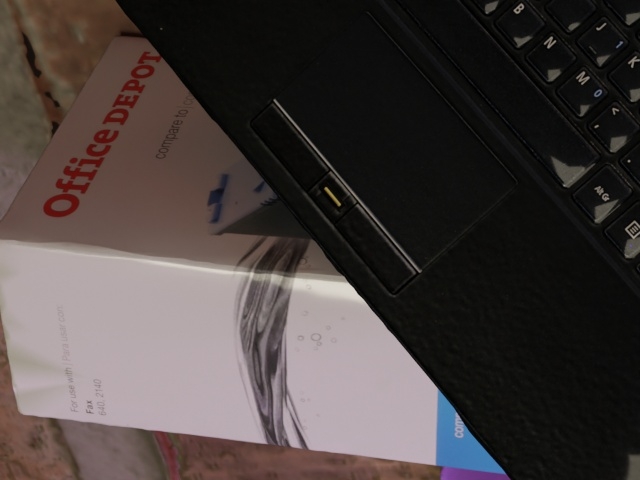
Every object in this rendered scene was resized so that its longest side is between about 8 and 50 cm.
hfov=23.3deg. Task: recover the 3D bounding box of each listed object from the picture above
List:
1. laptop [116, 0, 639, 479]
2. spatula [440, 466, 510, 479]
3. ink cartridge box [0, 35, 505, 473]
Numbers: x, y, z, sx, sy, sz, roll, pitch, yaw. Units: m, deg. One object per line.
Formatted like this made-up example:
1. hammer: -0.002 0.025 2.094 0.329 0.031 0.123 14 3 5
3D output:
1. laptop: 0.082 -0.077 0.375 0.264 0.136 0.234 -42 77 13
2. spatula: 0.152 0.051 0.616 0.084 0.030 0.296 34 127 -10
3. ink cartridge box: 0.000 0.000 0.546 0.191 0.139 0.082 7 128 9
